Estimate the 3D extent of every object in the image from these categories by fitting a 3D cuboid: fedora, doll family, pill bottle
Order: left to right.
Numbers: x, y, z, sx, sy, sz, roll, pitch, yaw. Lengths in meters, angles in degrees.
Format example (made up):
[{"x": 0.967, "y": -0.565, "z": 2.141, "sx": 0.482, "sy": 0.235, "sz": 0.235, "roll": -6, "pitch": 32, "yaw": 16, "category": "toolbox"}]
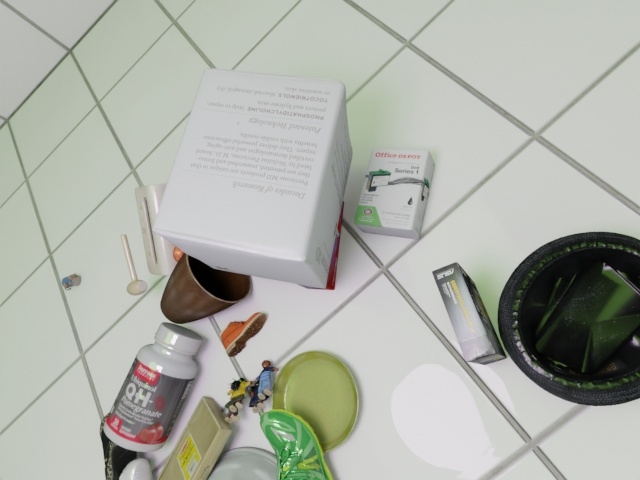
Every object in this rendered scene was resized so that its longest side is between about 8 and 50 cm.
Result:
[{"x": -0.459, "y": 0.404, "z": 1.206, "sx": 0.176, "sy": 0.176, "sz": 0.319, "roll": 19, "pitch": 82, "yaw": 30, "category": "pill bottle"}, {"x": -0.185, "y": 0.395, "z": 1.132, "sx": 0.192, "sy": 0.076, "sz": 0.111, "roll": -23, "pitch": 24, "yaw": 10, "category": "doll family"}, {"x": 0.520, "y": 0.152, "z": 0.832, "sx": 0.333, "sy": 0.152, "sz": 0.334, "roll": -8, "pitch": 67, "yaw": 20, "category": "fedora"}]

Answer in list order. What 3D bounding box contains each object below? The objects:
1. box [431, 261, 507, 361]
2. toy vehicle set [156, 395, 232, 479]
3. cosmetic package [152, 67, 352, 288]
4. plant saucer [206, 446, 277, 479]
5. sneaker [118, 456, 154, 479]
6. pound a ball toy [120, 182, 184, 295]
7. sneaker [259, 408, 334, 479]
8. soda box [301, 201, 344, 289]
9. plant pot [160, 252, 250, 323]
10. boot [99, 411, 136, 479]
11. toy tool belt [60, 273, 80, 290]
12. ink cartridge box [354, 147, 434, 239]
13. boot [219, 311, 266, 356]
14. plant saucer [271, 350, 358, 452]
[{"x": 0.313, "y": 0.159, "z": 0.884, "sx": 0.056, "sy": 0.231, "sz": 0.183, "roll": -26, "pitch": 63, "yaw": 20, "category": "box"}, {"x": -0.341, "y": 0.576, "z": 1.132, "sx": 0.166, "sy": 0.035, "sz": 0.267, "roll": 23, "pitch": 83, "yaw": 57, "category": "toy vehicle set"}, {"x": -0.122, "y": -0.128, "z": 1.008, "sx": 0.327, "sy": 0.329, "sz": 0.394, "roll": 10, "pitch": 76, "yaw": 10, "category": "cosmetic package"}, {"x": -0.201, "y": 0.720, "z": 1.020, "sx": 0.400, "sy": 0.100, "sz": 0.401, "roll": -8, "pitch": 70, "yaw": 23, "category": "plant saucer"}, {"x": -0.460, "y": 0.734, "z": 1.130, "sx": 0.129, "sy": 0.111, "sz": 0.297, "roll": -21, "pitch": 73, "yaw": 31, "category": "sneaker"}, {"x": -0.487, "y": -0.008, "z": 1.289, "sx": 0.135, "sy": 0.208, "sz": 0.320, "roll": -1, "pitch": 99, "yaw": 40, "category": "pound a ball toy"}, {"x": -0.049, "y": 0.521, "z": 0.964, "sx": 0.109, "sy": 0.123, "sz": 0.296, "roll": -40, "pitch": 75, "yaw": 23, "category": "sneaker"}, {"x": 0.000, "y": 0.000, "z": 1.175, "sx": 0.092, "sy": 0.083, "sz": 0.264, "roll": 1, "pitch": 74, "yaw": 24, "category": "soda box"}, {"x": -0.362, "y": 0.143, "z": 1.251, "sx": 0.230, "sy": 0.215, "sz": 0.215, "roll": -38, "pitch": 60, "yaw": 26, "category": "plant pot"}, {"x": -0.595, "y": 0.642, "z": 1.251, "sx": 0.178, "sy": 0.085, "sz": 0.237, "roll": 21, "pitch": 108, "yaw": 51, "category": "boot"}, {"x": -0.950, "y": 0.154, "z": 1.602, "sx": 0.083, "sy": 0.051, "sz": 0.052, "roll": -23, "pitch": 64, "yaw": 18, "category": "toy tool belt"}, {"x": 0.196, "y": -0.126, "z": 1.118, "sx": 0.160, "sy": 0.092, "sz": 0.220, "roll": 8, "pitch": 77, "yaw": 27, "category": "ink cartridge box"}, {"x": -0.226, "y": 0.248, "z": 1.218, "sx": 0.158, "sy": 0.059, "sz": 0.085, "roll": -45, "pitch": 55, "yaw": 7, "category": "boot"}, {"x": -0.011, "y": 0.402, "z": 1.071, "sx": 0.240, "sy": 0.037, "sz": 0.241, "roll": -9, "pitch": 69, "yaw": 24, "category": "plant saucer"}]
